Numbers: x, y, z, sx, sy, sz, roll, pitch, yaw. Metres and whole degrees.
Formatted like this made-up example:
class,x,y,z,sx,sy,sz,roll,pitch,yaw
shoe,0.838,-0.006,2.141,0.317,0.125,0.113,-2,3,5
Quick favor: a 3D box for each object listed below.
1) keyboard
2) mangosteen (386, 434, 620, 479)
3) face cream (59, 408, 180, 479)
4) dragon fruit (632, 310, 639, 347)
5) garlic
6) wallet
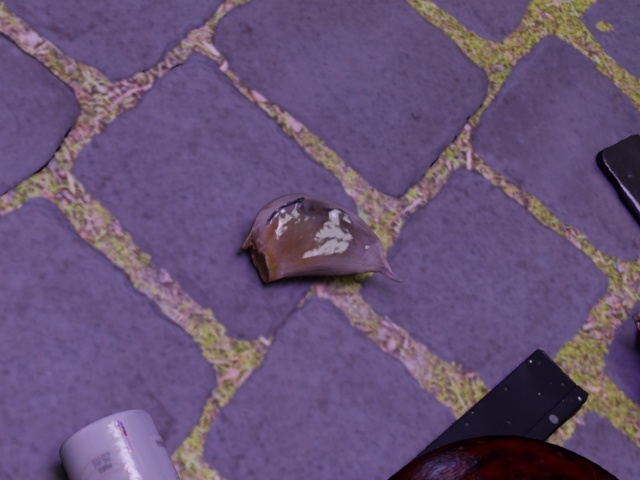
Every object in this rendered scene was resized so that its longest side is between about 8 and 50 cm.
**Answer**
class,x,y,z,sx,sy,sz,roll,pitch,yaw
keyboard,0.160,0.182,1.277,0.072,0.023,0.231,44,51,14
mangosteen,0.130,0.296,1.034,0.311,0.311,0.311,12,56,-19
face cream,-0.114,0.262,1.054,0.082,0.082,0.269,-15,67,-32
dragon fruit,0.411,0.115,1.369,0.211,0.134,0.262,33,87,14
garlic,-0.003,-0.001,1.291,0.152,0.066,0.084,-1,88,-22
wallet,0.367,-0.045,1.520,0.082,0.018,0.157,-24,73,-36
